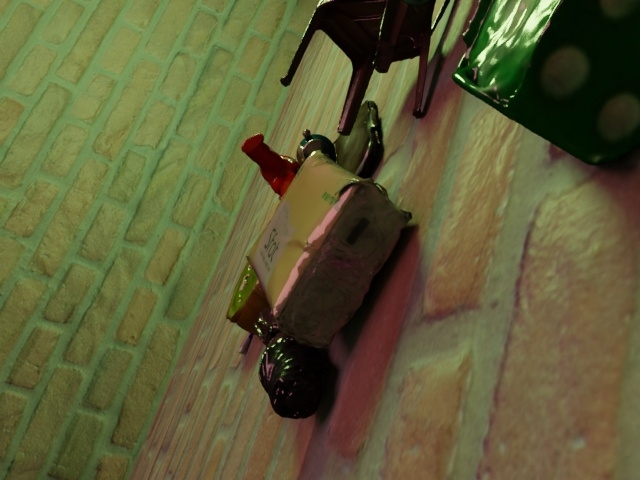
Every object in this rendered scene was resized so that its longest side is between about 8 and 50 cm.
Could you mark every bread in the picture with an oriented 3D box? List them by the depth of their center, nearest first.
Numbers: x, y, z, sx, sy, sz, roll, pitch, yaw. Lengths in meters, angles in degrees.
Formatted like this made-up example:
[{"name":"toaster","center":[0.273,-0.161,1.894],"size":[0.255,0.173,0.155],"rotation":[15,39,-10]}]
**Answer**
[{"name":"bread","center":[-0.123,0.084,1.188],"size":[0.236,0.069,0.236],"rotation":[-55,17,26]}]

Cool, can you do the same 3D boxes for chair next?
[{"name":"chair","center":[0.098,-0.351,0.853],"size":[0.183,0.175,0.327],"rotation":[4,69,43]}]

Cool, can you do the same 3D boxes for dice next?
[{"name":"dice","center":[0.178,-0.136,0.385],"size":[0.128,0.120,0.131],"rotation":[-59,18,20]}]

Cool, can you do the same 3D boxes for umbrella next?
[{"name":"umbrella","center":[-0.048,0.140,0.798],"size":[0.090,0.094,0.326],"rotation":[-48,18,8]}]

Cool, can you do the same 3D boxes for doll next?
[{"name":"doll","center":[-0.008,-0.180,1.161],"size":[0.085,0.114,0.152],"rotation":[-25,10,3]},{"name":"doll","center":[-0.080,-0.142,1.216],"size":[0.099,0.188,0.384],"rotation":[-36,4,2]}]

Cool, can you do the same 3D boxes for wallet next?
[{"name":"wallet","center":[0.066,-0.168,1.011],"size":[0.137,0.031,0.255],"rotation":[-56,18,31]}]

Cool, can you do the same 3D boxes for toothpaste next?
[{"name":"toothpaste","center":[-0.157,0.211,1.224],"size":[0.083,0.015,0.024],"rotation":[-65,13,-22]}]

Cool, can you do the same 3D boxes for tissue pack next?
[{"name":"tissue pack","center":[0.000,0.000,0.760],"size":[0.215,0.122,0.257],"rotation":[-57,19,6]}]

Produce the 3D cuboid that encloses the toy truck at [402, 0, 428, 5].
[{"name":"toy truck","center":[0.173,-0.395,0.638],"size":[0.259,0.135,0.128],"rotation":[-22,31,17]}]
